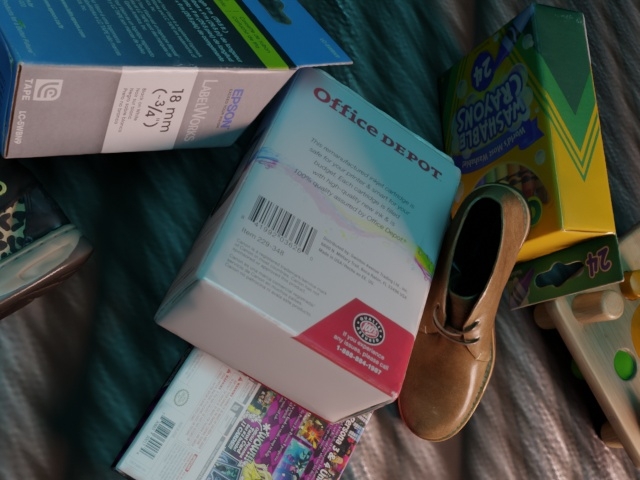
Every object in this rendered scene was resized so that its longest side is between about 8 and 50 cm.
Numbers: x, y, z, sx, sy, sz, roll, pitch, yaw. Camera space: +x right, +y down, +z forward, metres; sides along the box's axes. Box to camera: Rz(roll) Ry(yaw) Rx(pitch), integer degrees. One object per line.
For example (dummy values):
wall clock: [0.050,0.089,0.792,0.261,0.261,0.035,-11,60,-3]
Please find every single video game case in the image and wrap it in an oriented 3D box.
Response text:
video game case: [-0.065,0.191,0.808,0.210,0.042,0.232,36,64,-11]

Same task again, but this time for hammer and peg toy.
hammer and peg toy: [0.461,0.166,1.009,0.266,0.127,0.361,-33,94,-28]

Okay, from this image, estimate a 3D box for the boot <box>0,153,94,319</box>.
boot: [-0.420,-0.019,0.651,0.377,0.138,0.284,-30,90,-32]

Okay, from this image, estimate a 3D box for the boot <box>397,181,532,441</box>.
boot: [0.141,0.086,0.833,0.112,0.115,0.305,18,103,17]

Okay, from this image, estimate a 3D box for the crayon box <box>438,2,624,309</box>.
crayon box: [0.242,-0.090,0.935,0.083,0.203,0.322,2,75,-24]

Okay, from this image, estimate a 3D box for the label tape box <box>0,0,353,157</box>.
label tape box: [-0.173,-0.201,0.768,0.334,0.105,0.240,-9,50,-36]

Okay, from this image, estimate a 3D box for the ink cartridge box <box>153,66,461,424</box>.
ink cartridge box: [0.000,0.000,0.810,0.226,0.131,0.306,33,51,-13]
